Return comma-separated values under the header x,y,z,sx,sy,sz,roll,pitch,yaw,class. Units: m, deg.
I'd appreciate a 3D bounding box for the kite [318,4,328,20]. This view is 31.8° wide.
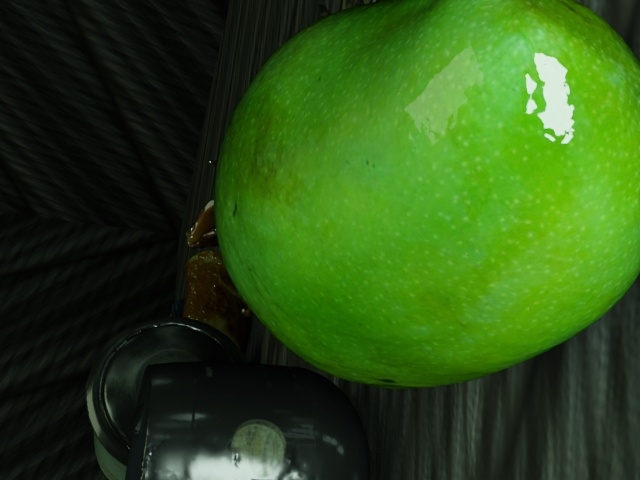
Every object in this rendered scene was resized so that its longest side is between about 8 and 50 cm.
x,y,z,sx,sy,sz,roll,pitch,yaw,class
-0.003,-0.241,1.592,0.189,0.009,0.232,129,147,-69,kite

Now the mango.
x,y,z,sx,sy,sz,roll,pitch,yaw,class
0.056,-0.032,0.623,0.382,0.201,0.225,138,112,-70,mango

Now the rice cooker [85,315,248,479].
x,y,z,sx,sy,sz,roll,pitch,yaw,class
-0.244,0.274,1.809,0.316,0.264,0.317,163,90,-71,rice cooker

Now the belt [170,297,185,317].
x,y,z,sx,sy,sz,roll,pitch,yaw,class
-0.237,0.184,2.194,0.218,0.122,0.128,-128,48,-66,belt

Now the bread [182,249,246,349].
x,y,z,sx,sy,sz,roll,pitch,yaw,class
-0.187,0.115,1.998,0.103,0.132,0.172,-27,40,26,bread

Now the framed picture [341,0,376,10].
x,y,z,sx,sy,sz,roll,pitch,yaw,class
0.050,-0.333,1.385,0.199,0.010,0.195,-174,92,-79,framed picture

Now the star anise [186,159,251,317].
x,y,z,sx,sy,sz,roll,pitch,yaw,class
-0.044,-0.052,1.242,0.220,0.190,0.126,-35,-4,20,star anise

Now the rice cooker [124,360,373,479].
x,y,z,sx,sy,sz,roll,pitch,yaw,class
-0.077,0.243,1.077,0.267,0.224,0.267,-172,90,-77,rice cooker
